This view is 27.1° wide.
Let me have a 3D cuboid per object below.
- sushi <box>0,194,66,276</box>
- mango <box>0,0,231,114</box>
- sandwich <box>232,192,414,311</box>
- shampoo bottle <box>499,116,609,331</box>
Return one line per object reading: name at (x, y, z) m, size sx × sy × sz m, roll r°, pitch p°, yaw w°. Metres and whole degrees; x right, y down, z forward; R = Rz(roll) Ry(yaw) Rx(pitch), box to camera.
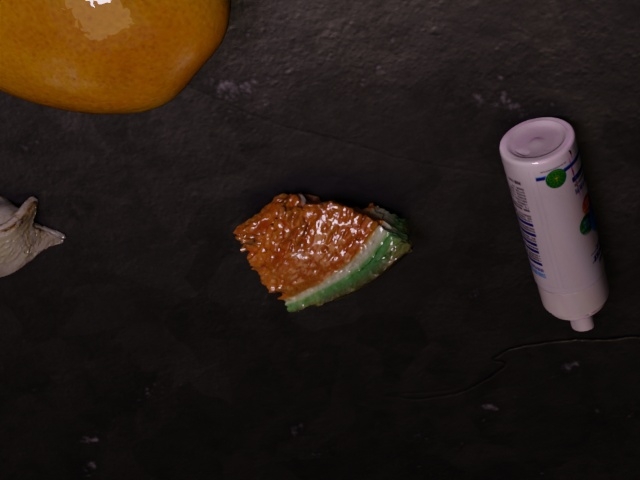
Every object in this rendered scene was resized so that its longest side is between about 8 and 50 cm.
sushi at (-0.455, 0.009, 1.621) m, size 0.273 × 0.109 × 0.134 m, roll 11°, pitch 128°, yaw -9°
mango at (-0.275, -0.263, 1.342) m, size 0.378 × 0.221 × 0.264 m, roll 19°, pitch 132°, yaw -1°
sandwich at (0.008, -0.004, 1.621) m, size 0.185 × 0.109 × 0.160 m, roll -34°, pitch 101°, yaw 26°
shampoo bottle at (0.293, -0.004, 1.617) m, size 0.092 × 0.092 × 0.303 m, roll -14°, pitch 126°, yaw 11°
